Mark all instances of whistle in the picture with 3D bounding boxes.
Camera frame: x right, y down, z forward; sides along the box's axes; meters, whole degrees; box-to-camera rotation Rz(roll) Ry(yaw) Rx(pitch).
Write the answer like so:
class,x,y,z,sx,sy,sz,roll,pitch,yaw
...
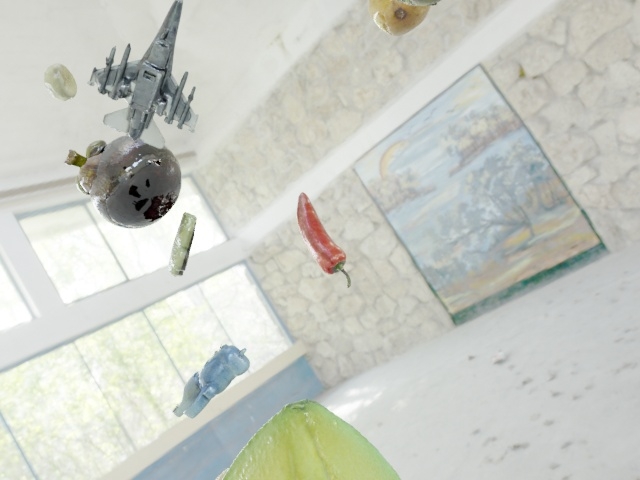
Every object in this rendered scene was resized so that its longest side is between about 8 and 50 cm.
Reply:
class,x,y,z,sx,sy,sz,roll,pitch,yaw
whistle,-0.279,0.358,1.480,0.269,0.093,0.180,-46,8,18

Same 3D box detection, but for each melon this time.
class,x,y,z,sx,sy,sz,roll,pitch,yaw
melon,-0.046,0.471,0.917,0.343,0.331,0.226,-38,16,20

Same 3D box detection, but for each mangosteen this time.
class,x,y,z,sx,sy,sz,roll,pitch,yaw
mangosteen,-0.579,-0.184,1.777,0.313,0.297,0.297,18,28,33

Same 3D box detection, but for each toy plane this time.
class,x,y,z,sx,sy,sz,roll,pitch,yaw
toy plane,-0.233,-0.221,0.800,0.234,0.160,0.082,-56,16,40

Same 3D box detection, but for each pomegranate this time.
class,x,y,z,sx,sy,sz,roll,pitch,yaw
pomegranate,0.222,-0.675,1.630,0.196,0.196,0.196,-31,-5,-3

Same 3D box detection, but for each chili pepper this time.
class,x,y,z,sx,sy,sz,roll,pitch,yaw
chili pepper,0.000,0.000,1.310,0.071,0.272,0.063,-8,-35,-36

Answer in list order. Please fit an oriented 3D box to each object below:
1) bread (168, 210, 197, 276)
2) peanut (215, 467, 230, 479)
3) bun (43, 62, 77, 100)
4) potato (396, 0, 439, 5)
class,x,y,z,sx,sy,sz,roll,pitch,yaw
bread,-0.431,0.012,1.815,0.056,0.207,0.286,15,-2,-14
peanut,-0.218,0.650,1.469,0.159,0.109,0.141,-5,60,55
bun,-0.590,-0.354,1.308,0.054,0.086,0.086,-16,-4,3
potato,0.173,-0.570,1.251,0.117,0.225,0.090,84,-150,-52
